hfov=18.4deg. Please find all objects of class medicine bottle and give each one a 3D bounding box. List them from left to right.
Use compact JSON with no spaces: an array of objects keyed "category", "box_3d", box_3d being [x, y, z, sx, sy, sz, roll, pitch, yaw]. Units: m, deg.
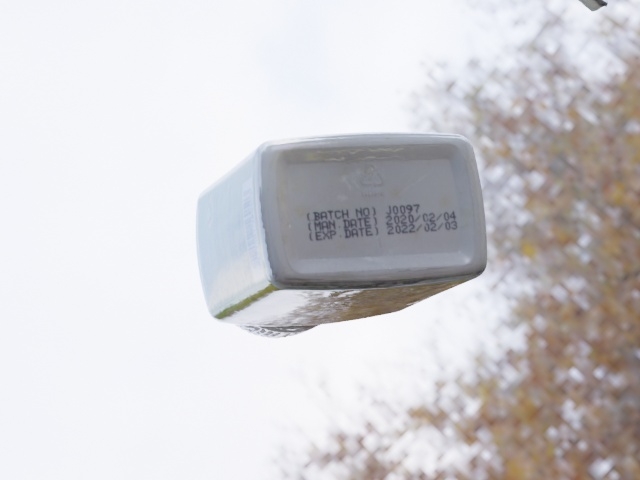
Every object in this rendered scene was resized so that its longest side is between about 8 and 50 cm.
[{"category":"medicine bottle","box_3d":[0.000,0.000,1.133,0.132,0.088,0.188,-4,-10,-19]}]

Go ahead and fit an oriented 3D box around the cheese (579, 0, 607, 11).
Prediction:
[{"category":"cheese","box_3d":[0.104,-0.199,1.177,0.054,0.127,0.251,-33,-37,22]}]
